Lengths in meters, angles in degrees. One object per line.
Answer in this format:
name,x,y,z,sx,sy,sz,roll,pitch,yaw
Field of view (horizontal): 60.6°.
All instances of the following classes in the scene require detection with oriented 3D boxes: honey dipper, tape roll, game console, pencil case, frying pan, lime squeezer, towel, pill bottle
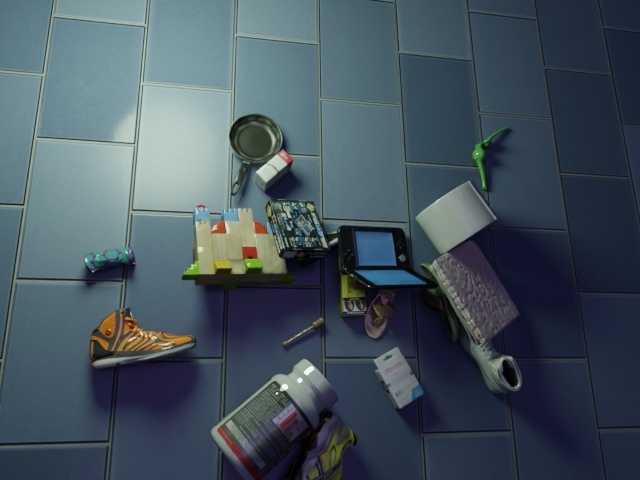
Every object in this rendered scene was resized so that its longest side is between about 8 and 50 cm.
honey dipper,-0.060,0.313,1.862,0.161,0.030,0.030,-29,81,-13
tape roll,0.489,-0.081,1.971,0.246,0.246,0.169,-31,81,-18
game console,0.229,0.056,1.874,0.293,0.173,0.250,2,75,-31
pencil case,-0.687,0.064,1.790,0.152,0.064,0.070,-11,61,-14
frying pan,-0.234,-0.311,1.997,0.198,0.053,0.325,-1,76,-12
lime squeezer,0.669,-0.358,2.187,0.110,0.059,0.310,25,70,-3
towel,0.550,0.176,1.941,0.317,0.053,0.331,-21,78,-46
pill bottle,-0.135,0.545,1.681,0.363,0.210,0.210,-38,84,-18

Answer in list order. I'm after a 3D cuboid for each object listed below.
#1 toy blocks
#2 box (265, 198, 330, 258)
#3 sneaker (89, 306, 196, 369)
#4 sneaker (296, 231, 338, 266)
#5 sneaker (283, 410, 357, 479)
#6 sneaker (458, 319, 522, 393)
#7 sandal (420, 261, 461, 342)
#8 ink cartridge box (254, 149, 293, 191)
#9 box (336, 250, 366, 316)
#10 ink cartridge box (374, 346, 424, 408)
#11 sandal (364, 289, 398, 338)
toy blocks,-0.278,0.010,1.842,0.382,0.190,0.260,1,65,-22
box,-0.079,-0.042,1.860,0.175,0.051,0.220,1,53,-30
sneaker,-0.559,0.290,1.717,0.321,0.124,0.180,-8,77,-13
sneaker,0.000,0.000,1.934,0.235,0.084,0.097,-31,81,-18
sneaker,-0.017,0.730,1.688,0.147,0.145,0.384,33,74,-5
sneaker,0.592,0.388,1.894,0.108,0.169,0.292,-27,79,-15
sandal,0.412,0.219,1.940,0.086,0.120,0.302,-16,78,-1
ink cartridge box,-0.169,-0.249,1.966,0.056,0.099,0.135,45,70,4
box,0.108,0.151,1.924,0.088,0.058,0.232,0,74,-11
ink cartridge box,0.258,0.465,1.861,0.104,0.060,0.180,-26,81,-16
sandal,0.223,0.224,1.915,0.088,0.079,0.240,26,71,-3
